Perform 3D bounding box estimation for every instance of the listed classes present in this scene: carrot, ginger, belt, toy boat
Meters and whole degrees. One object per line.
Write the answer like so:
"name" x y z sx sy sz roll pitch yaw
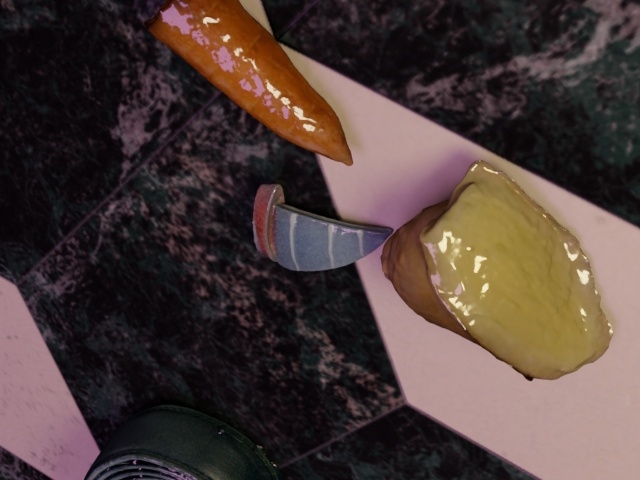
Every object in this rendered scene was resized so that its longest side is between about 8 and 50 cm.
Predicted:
"carrot" -0.046 -0.133 0.921 0.205 0.072 0.072 42 133 -8
"ginger" 0.137 0.043 0.922 0.193 0.115 0.122 45 155 -13
"belt" -0.165 0.300 1.259 0.206 0.116 0.267 40 131 -5
"toy boat" 0.001 0.000 1.005 0.122 0.034 0.096 18 134 18
